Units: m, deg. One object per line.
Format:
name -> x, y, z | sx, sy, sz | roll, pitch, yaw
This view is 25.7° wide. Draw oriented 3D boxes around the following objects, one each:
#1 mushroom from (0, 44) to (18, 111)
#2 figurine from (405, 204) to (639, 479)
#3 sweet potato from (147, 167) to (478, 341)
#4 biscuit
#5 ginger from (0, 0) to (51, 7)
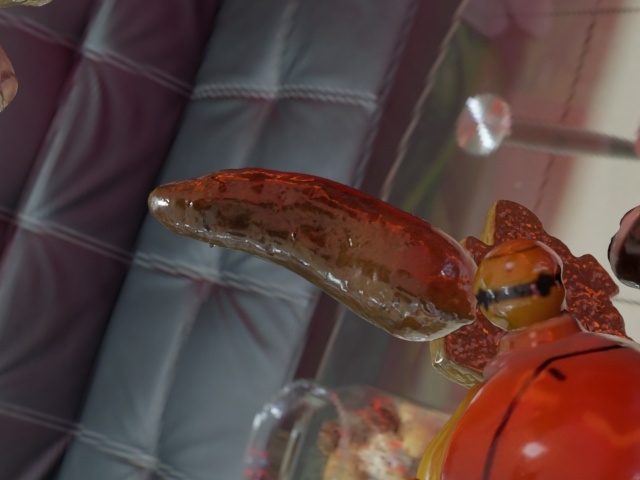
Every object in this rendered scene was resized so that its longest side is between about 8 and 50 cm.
mushroom -> -0.312, -0.078, 0.911 | 0.243, 0.243, 0.244 | -27, 52, 40
figurine -> 0.188, 0.145, 0.823 | 0.323, 0.320, 0.196 | -38, 6, -15
sweet potato -> 0.000, -0.001, 1.096 | 0.291, 0.097, 0.097 | 21, 87, 23
biscuit -> 0.174, 0.069, 1.207 | 0.212, 0.238, 0.041 | 55, 138, 14
ginger -> -0.348, -0.322, 1.475 | 0.354, 0.189, 0.126 | -19, 44, 64
